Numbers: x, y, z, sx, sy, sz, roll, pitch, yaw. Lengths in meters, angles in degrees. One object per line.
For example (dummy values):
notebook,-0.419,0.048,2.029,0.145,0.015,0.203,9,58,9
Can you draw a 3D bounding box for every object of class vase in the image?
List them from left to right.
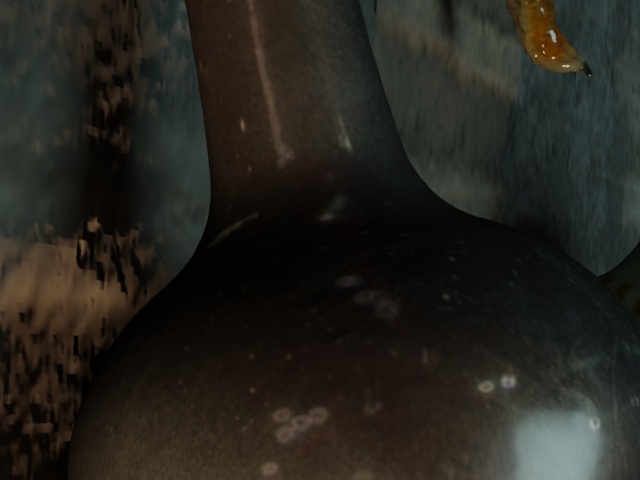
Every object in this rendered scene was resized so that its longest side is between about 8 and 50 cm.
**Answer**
vase,0.000,0.000,0.367,0.120,0.120,0.183,-2,79,-70

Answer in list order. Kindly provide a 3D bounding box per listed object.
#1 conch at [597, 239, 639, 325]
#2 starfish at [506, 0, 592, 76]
conch,0.200,0.107,0.749,0.303,0.319,0.215,13,41,-40
starfish,0.040,-0.162,0.534,0.247,0.050,0.138,42,54,-57
